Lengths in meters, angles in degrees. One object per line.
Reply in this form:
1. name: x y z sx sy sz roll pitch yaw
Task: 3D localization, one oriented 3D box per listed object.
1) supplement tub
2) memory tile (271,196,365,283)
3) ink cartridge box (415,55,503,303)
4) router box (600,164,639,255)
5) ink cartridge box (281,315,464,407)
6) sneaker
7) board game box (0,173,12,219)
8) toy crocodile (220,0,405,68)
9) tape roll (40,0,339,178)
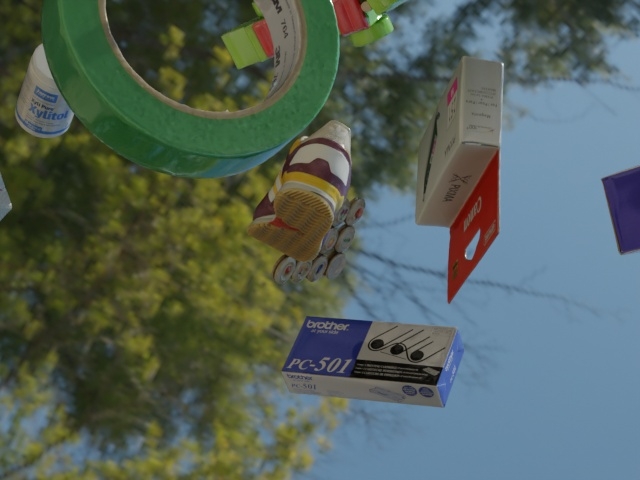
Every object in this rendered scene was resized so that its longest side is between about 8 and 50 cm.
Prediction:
1. supplement tub: -0.322 -0.180 1.795 0.107 0.071 0.071 121 -27 -49
2. memory tile: 0.000 0.000 1.787 0.012 0.148 0.113 31 -72 27
3. ink cartridge box: 0.179 -0.073 1.980 0.275 0.060 0.239 112 -16 -66
4. router box: 0.498 -0.073 1.466 0.335 0.301 0.082 -19 -98 44
5. ink cartridge box: 0.065 0.149 1.852 0.207 0.046 0.097 2 -135 24
6. sneaker: -0.010 -0.041 1.284 0.084 0.069 0.185 -65 -172 -18
7. board game box: -0.444 -0.102 1.297 0.097 0.303 0.224 -42 -121 39
8. toy crocodile: -0.008 -0.329 2.232 0.340 0.115 0.105 -12 -160 33
9. tape roll: -0.138 -0.229 1.625 0.077 0.321 0.321 -34 -140 59
